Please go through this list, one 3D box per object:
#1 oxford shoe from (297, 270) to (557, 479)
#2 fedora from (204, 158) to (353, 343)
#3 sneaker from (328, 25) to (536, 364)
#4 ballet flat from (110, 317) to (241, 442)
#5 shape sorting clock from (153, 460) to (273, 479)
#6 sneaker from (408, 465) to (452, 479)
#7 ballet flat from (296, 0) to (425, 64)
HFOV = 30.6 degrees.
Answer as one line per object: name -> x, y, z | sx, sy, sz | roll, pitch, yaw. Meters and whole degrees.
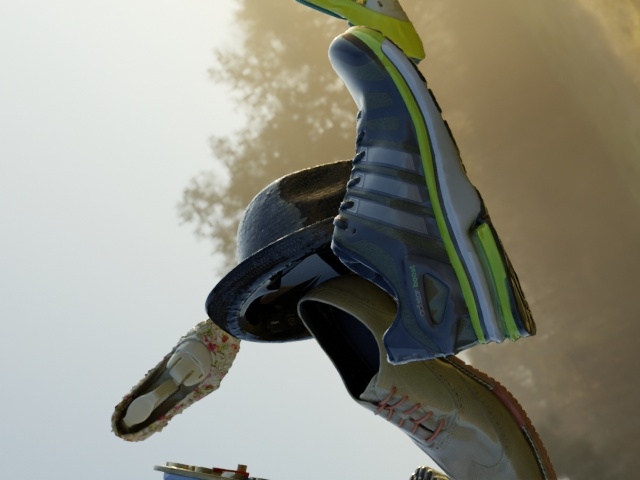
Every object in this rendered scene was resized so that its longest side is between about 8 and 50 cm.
oxford shoe -> 0.117, 0.200, 1.404 | 0.146, 0.140, 0.397 | -15, -127, -48
fedora -> 0.000, 0.000, 1.496 | 0.334, 0.334, 0.152 | 41, -152, -59
sneaker -> 0.055, -0.040, 0.912 | 0.111, 0.121, 0.300 | 55, -168, -62
ballet flat -> -0.201, 0.199, 1.616 | 0.091, 0.241, 0.077 | 45, -166, 9
shape sorting clock -> -0.096, 0.286, 1.390 | 0.206, 0.206, 0.040 | 35, -114, -66
sneaker -> 0.234, 0.422, 1.577 | 0.147, 0.129, 0.330 | 16, -162, -26
ballet flat -> 0.055, -0.312, 1.537 | 0.231, 0.077, 0.077 | 36, -156, 32
